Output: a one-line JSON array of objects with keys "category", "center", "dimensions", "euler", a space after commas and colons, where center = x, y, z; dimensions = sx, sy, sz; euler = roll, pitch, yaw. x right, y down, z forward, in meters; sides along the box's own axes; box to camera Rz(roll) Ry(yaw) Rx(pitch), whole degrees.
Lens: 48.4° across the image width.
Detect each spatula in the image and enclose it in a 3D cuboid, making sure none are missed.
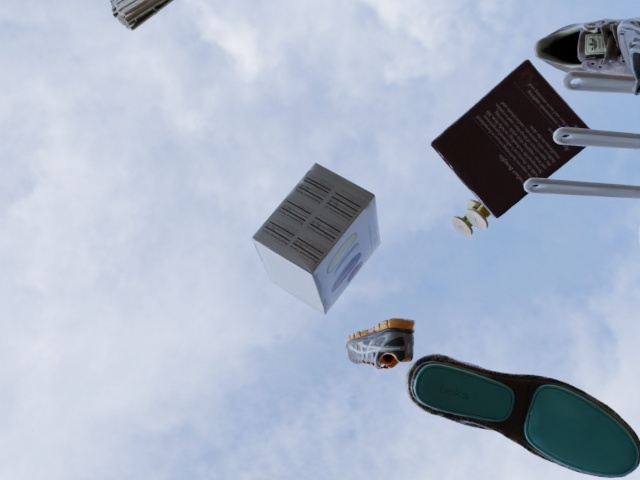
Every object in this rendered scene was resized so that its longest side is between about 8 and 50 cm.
[{"category": "spatula", "center": [0.309, -0.078, 0.613], "dimensions": [0.242, 0.168, 0.019], "euler": [2, -129, -2]}]

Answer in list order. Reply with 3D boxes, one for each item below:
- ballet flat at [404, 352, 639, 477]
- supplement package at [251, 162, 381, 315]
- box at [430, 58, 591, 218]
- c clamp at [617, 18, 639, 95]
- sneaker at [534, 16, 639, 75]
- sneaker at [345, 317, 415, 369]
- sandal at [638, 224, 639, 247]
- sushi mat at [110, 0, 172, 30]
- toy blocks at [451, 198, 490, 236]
[{"category": "ballet flat", "center": [0.413, 0.345, 1.490], "dimensions": [0.483, 0.182, 0.163], "euler": [18, -89, 10]}, {"category": "supplement package", "center": [0.000, 0.000, 1.410], "dimensions": [0.149, 0.194, 0.203], "euler": [31, -110, 23]}, {"category": "box", "center": [0.324, -0.167, 1.192], "dimensions": [0.203, 0.167, 0.168], "euler": [-41, -96, 18]}, {"category": "c clamp", "center": [0.250, -0.076, 0.462], "dimensions": [0.022, 0.137, 0.160], "euler": [-43, -110, 13]}, {"category": "sneaker", "center": [0.284, -0.178, 0.671], "dimensions": [0.071, 0.188, 0.066], "euler": [-8, -78, -23]}, {"category": "sneaker", "center": [0.112, 0.215, 1.391], "dimensions": [0.084, 0.215, 0.083], "euler": [4, -113, -24]}, {"category": "sandal", "center": [0.836, -0.072, 1.626], "dimensions": [0.170, 0.102, 0.416], "euler": [-1, -65, 6]}, {"category": "sushi mat", "center": [-0.040, -0.275, 0.575], "dimensions": [0.317, 0.151, 0.019], "euler": [-36, -54, -4]}, {"category": "toy blocks", "center": [0.334, -0.080, 1.381], "dimensions": [0.148, 0.123, 0.054], "euler": [-43, -89, -16]}]
